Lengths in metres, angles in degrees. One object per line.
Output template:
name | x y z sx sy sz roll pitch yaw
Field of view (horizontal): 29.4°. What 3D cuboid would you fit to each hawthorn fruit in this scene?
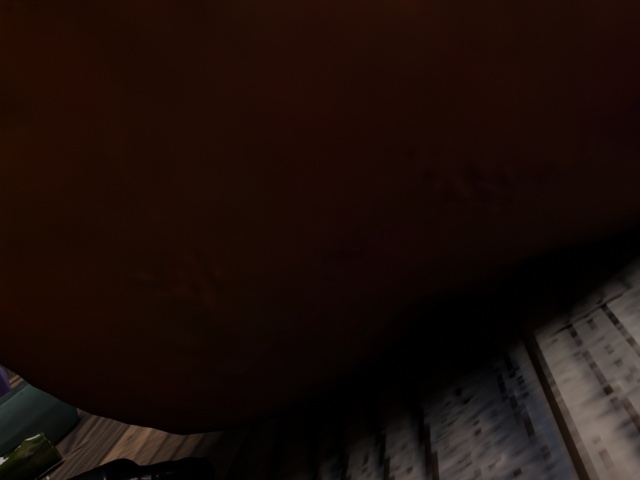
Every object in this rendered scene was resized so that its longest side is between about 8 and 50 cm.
hawthorn fruit | -0.034 -0.167 0.494 0.472 0.472 0.472 -33 4 3

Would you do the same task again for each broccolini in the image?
broccolini | -0.280 0.191 0.750 0.254 0.057 0.071 -37 48 -16

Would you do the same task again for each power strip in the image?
power strip | -0.295 0.183 0.922 0.253 0.054 0.167 -34 4 -23

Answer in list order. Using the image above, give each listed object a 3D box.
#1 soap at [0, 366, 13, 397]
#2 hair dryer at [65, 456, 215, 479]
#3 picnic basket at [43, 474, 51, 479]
soap | -0.405 0.216 1.155 0.259 0.081 0.181 -33 5 -12
hair dryer | -0.148 0.135 0.454 0.248 0.070 0.114 -22 7 21
picnic basket | -0.192 0.140 0.651 0.083 0.065 0.083 -58 3 -19
